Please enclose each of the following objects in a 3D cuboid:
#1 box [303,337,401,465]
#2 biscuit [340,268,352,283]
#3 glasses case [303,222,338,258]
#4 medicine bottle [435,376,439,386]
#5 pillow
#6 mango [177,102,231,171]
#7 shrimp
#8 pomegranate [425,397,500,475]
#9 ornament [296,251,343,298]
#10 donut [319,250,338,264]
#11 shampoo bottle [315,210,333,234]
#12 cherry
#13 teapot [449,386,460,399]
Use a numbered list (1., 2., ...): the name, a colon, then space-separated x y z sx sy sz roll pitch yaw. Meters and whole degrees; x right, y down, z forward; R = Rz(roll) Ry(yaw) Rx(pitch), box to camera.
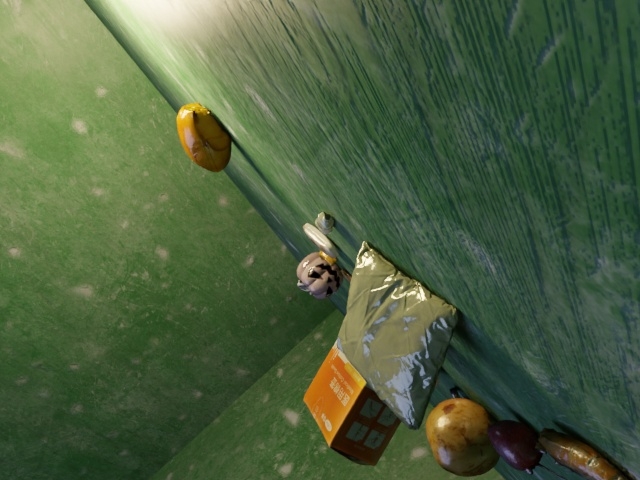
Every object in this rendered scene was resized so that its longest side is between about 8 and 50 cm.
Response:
1. box: 0.119 0.324 1.157 0.143 0.341 0.225 29 -179 -21
2. biscuit: 0.113 0.146 1.680 0.120 0.015 0.120 47 173 7
3. glasses case: 0.000 0.000 1.453 0.164 0.041 0.063 41 170 44
4. medicine bottle: 0.296 0.426 1.565 0.144 0.144 0.252 47 174 11
5. pillow: 0.130 0.182 0.944 0.281 0.076 0.274 41 127 49
6. mango: -0.381 -0.336 1.582 0.126 0.154 0.252 52 165 49
7. shrimp: 0.425 0.367 0.762 0.132 0.052 0.187 51 170 -22
8. pomegranate: 0.407 0.549 1.347 0.215 0.215 0.215 48 173 7
9. ornament: -0.009 0.135 1.776 0.177 0.177 0.177 48 173 7
10. donut: 0.025 0.058 1.646 0.083 0.038 0.067 47 171 24
11. shampoo bottle: 0.012 -0.045 1.156 0.049 0.034 0.141 55 173 3
12. cherry: 0.454 0.460 1.001 0.225 0.090 0.107 32 153 37
13. teapot: 0.438 0.548 1.506 0.149 0.111 0.108 42 -173 6
